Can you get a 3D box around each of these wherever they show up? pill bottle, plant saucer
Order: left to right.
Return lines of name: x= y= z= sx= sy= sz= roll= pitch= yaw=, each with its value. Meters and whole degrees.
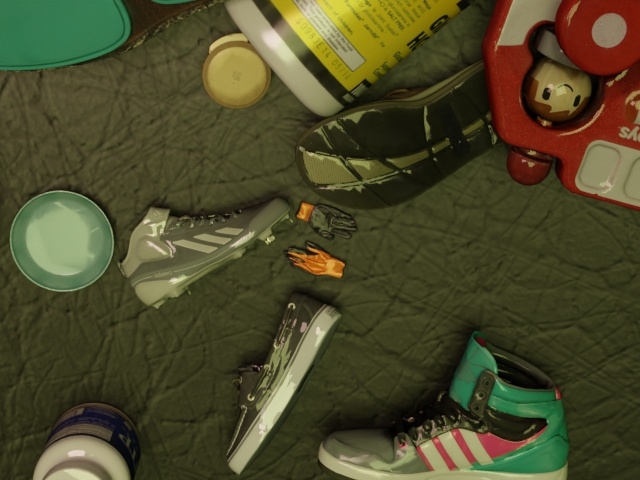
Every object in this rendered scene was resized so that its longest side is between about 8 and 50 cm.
plant saucer: x=-0.296 y=-0.001 z=1.905 sx=0.119 sy=0.021 sz=0.119 roll=0 pitch=103 yaw=-1
pill bottle: x=-0.268 y=0.265 z=1.883 sx=0.112 sy=0.187 sz=0.112 roll=0 pitch=104 yaw=0
pill bottle: x=0.074 y=-0.300 z=1.750 sx=0.334 sy=0.188 sz=0.188 roll=-39 pitch=101 yaw=9

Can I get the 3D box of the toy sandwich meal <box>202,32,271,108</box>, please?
toy sandwich meal: x=-0.096 y=-0.190 z=1.858 sx=0.085 sy=0.029 sz=0.085 roll=-1 pitch=107 yaw=-3

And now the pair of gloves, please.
pair of gloves: x=0.000 y=0.000 z=1.912 sx=0.074 sy=0.010 sz=0.083 roll=17 pitch=100 yaw=-3

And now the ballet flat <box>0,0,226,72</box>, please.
ballet flat: x=-0.189 y=-0.297 z=1.738 sx=0.483 sy=0.182 sz=0.164 roll=-13 pitch=119 yaw=28

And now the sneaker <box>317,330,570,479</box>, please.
sneaker: x=0.148 y=0.193 z=1.898 sx=0.295 sy=0.124 sz=0.178 roll=1 pitch=109 yaw=-9

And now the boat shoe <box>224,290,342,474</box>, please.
boat shoe: x=-0.061 y=0.161 z=1.920 sx=0.076 sy=0.080 sz=0.228 roll=32 pitch=105 yaw=10

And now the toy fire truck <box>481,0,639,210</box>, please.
toy fire truck: x=0.316 y=-0.161 z=1.786 sx=0.302 sy=0.169 sz=0.254 roll=13 pitch=109 yaw=-12

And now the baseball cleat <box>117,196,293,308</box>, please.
baseball cleat: x=-0.137 y=-0.010 z=1.879 sx=0.206 sy=0.072 sz=0.109 roll=-34 pitch=95 yaw=4

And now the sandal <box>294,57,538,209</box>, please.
sandal: x=0.114 y=-0.124 z=1.851 sx=0.303 sy=0.086 sz=0.120 roll=-22 pitch=109 yaw=-12
